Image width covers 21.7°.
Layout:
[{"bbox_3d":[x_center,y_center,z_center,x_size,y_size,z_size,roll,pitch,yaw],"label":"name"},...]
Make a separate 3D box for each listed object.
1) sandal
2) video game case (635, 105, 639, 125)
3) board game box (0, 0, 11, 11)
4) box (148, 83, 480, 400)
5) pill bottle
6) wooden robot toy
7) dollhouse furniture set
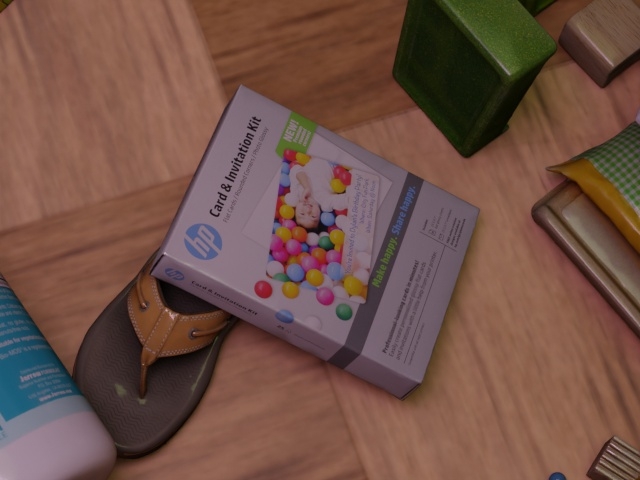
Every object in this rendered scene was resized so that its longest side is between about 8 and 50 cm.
[{"bbox_3d":[-0.084,0.041,1.090,0.090,0.060,0.219,38,71,8],"label":"sandal"},{"bbox_3d":[0.288,-0.089,1.116,0.157,0.019,0.143,37,57,-18],"label":"video game case"},{"bbox_3d":[-0.278,-0.174,1.154,0.092,0.043,0.181,38,71,8],"label":"board game box"},{"bbox_3d":[0.000,0.000,1.094,0.186,0.038,0.145,27,58,-8],"label":"box"},{"bbox_3d":[-0.251,0.068,1.018,0.146,0.146,0.264,-33,77,-16],"label":"pill bottle"},{"bbox_3d":[0.153,0.192,1.053,0.173,0.079,0.076,-38,78,-16],"label":"wooden robot toy"},{"bbox_3d":[0.221,-0.090,1.121,0.197,0.151,0.301,-37,78,-17],"label":"dollhouse furniture set"}]
